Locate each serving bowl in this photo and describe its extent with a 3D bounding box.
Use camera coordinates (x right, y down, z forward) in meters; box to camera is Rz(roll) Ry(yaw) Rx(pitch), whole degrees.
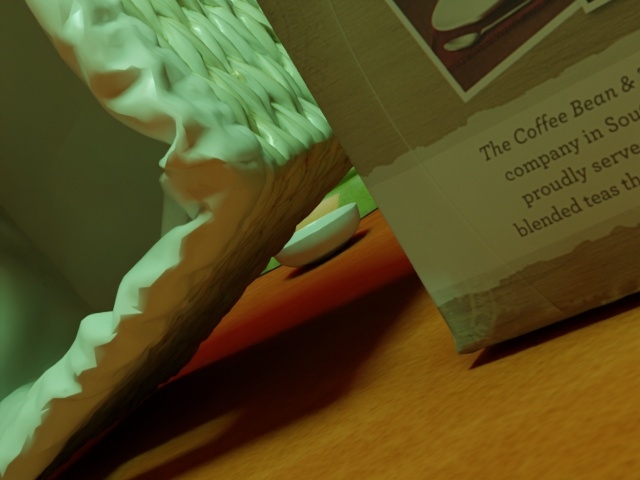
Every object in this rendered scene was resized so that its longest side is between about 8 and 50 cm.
[{"bbox_3d":[0.000,0.000,1.033,0.083,0.027,0.083,-30,6,4],"label":"serving bowl"}]

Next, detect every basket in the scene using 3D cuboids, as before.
[{"bbox_3d":[-0.179,-0.060,0.698,0.328,0.331,0.266,-49,-9,29],"label":"basket"}]

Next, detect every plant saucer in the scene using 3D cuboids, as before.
[{"bbox_3d":[-0.010,-0.026,1.262,0.241,0.037,0.241,-30,5,3],"label":"plant saucer"}]

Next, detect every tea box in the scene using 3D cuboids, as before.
[{"bbox_3d":[0.189,-0.157,0.496,0.329,0.220,0.323,-26,6,36],"label":"tea box"}]
